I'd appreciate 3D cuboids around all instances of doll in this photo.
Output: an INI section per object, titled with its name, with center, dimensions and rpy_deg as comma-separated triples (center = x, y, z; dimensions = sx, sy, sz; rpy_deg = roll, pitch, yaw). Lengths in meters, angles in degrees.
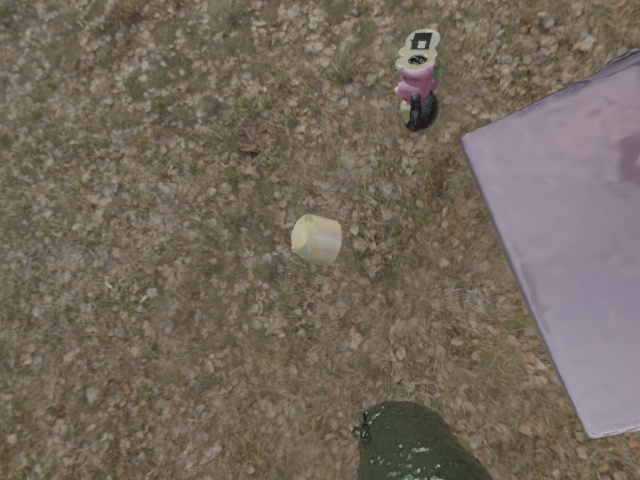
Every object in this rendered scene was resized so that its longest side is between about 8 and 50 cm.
[doll]
center = 0.166, 0.407, 0.667
dimensions = 0.247, 0.349, 0.247
rpy_deg = -2, 105, -7

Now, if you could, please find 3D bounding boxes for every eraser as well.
[eraser]
center = 0.349, -0.004, 0.461
dimensions = 0.272, 0.122, 0.359
rpy_deg = -25, 76, 22

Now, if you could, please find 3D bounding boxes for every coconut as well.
[coconut]
center = 0.000, 0.000, 0.999
dimensions = 0.122, 0.116, 0.116
rpy_deg = 17, 83, -29

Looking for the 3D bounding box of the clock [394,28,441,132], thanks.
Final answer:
[clock]
center = 0.252, -0.394, 1.043
dimensions = 0.100, 0.195, 0.194
rpy_deg = 8, 55, 19
